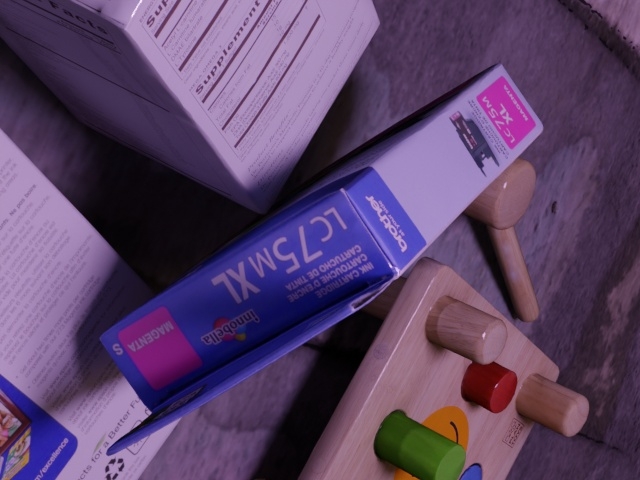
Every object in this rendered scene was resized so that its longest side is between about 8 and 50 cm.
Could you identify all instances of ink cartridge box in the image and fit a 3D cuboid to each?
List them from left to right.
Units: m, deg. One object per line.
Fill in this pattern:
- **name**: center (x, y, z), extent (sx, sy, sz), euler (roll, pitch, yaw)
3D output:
- **ink cartridge box**: center (-0.198, 0.043, 0.804), extent (0.176, 0.069, 0.371), euler (-54, 145, -15)
- **ink cartridge box**: center (0.000, 0.000, 0.868), extent (0.065, 0.186, 0.311), euler (55, 32, -6)

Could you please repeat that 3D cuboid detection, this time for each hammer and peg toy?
- **hammer and peg toy**: center (0.110, 0.124, 1.180), extent (0.361, 0.127, 0.266), euler (-60, 143, -8)

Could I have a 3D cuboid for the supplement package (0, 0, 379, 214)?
- **supplement package**: center (-0.076, -0.132, 0.744), extent (0.134, 0.139, 0.244), euler (-60, 162, -10)
